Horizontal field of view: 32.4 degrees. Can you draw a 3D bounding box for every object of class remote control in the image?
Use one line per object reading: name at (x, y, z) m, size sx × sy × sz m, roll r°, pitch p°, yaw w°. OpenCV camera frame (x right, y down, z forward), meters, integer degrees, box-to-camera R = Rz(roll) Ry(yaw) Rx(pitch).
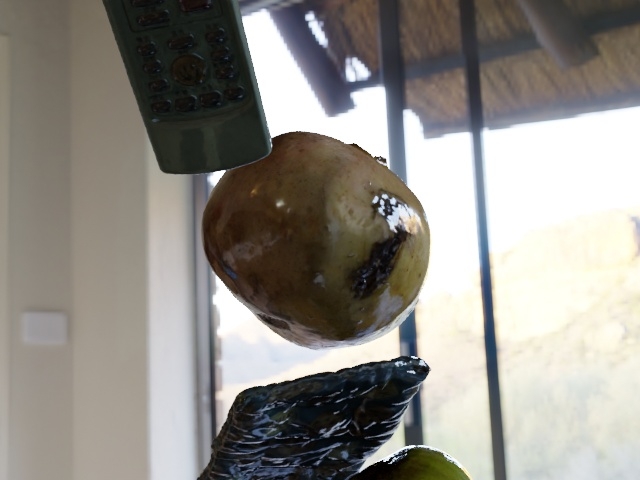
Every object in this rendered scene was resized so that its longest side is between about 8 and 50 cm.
remote control at (-0.128, -0.184, 1.028) m, size 0.123 × 0.038 × 0.285 m, roll -7°, pitch -53°, yaw 5°

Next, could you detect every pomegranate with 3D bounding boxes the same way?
pomegranate at (0.000, 0.000, 1.486) m, size 0.322 × 0.322 × 0.322 m, roll -2°, pitch -12°, yaw -1°

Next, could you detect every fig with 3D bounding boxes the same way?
fig at (0.083, 0.253, 1.016) m, size 0.136 × 0.121 × 0.153 m, roll -30°, pitch 28°, yaw -12°

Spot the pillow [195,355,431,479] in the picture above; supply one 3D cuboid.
pillow at (-0.015, 0.186, 1.030) m, size 0.188 × 0.034 × 0.256 m, roll -4°, pitch -35°, yaw -22°
